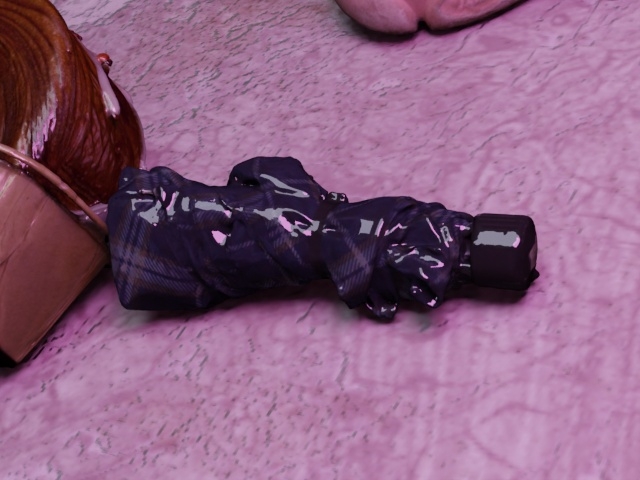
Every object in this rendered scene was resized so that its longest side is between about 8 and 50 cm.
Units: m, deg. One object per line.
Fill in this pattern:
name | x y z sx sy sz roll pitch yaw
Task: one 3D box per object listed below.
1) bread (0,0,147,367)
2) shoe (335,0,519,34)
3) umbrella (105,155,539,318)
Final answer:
bread | -0.208 -0.042 0.769 0.224 0.142 0.212 6 63 33
shoe | 0.148 -0.273 0.820 0.351 0.198 0.172 -25 39 -1
umbrella | 0.001 -0.002 0.685 0.224 0.080 0.071 2 9 24
